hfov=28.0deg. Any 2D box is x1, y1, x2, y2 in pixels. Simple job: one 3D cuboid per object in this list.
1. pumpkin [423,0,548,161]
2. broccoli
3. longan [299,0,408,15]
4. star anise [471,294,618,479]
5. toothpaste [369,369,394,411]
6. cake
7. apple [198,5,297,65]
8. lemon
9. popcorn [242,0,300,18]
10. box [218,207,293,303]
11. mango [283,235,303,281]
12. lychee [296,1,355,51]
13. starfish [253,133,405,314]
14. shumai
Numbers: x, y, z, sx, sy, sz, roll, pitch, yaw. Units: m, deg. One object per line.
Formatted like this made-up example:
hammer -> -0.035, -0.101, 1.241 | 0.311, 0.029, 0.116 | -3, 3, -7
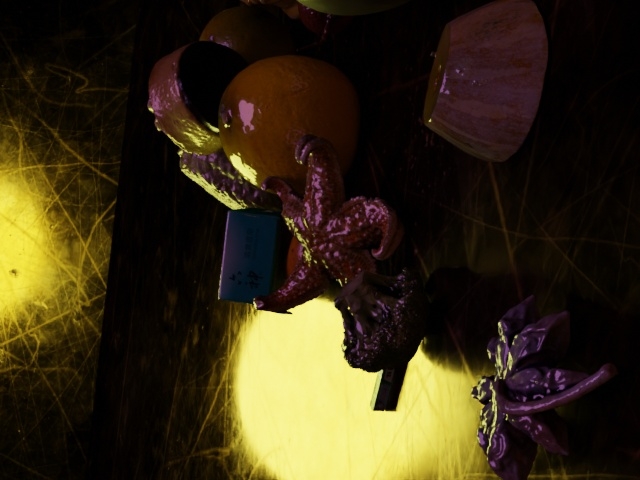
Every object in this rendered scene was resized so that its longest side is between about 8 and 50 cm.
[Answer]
pumpkin -> 0.191, -0.209, 1.629 | 0.217, 0.110, 0.218 | -178, 90, -75
broccoli -> 0.089, 0.108, 1.784 | 0.162, 0.138, 0.146 | -42, 16, -2
longan -> 0.048, -0.490, 1.734 | 0.361, 0.360, 0.361 | -174, 90, -69
star anise -> 0.233, 0.167, 1.446 | 0.262, 0.081, 0.230 | 148, 135, -67
toothpaste -> 0.091, 0.211, 1.887 | 0.017, 0.020, 0.083 | -132, 51, -60
cake -> -0.223, -0.236, 2.288 | 0.178, 0.208, 0.185 | -37, 7, 44
apple -> -0.141, -0.340, 2.402 | 0.157, 0.196, 0.196 | -62, 4, -38
lemon -> -0.064, -0.193, 2.127 | 0.240, 0.219, 0.241 | -174, 90, -65
popcorn -> -0.095, -0.516, 2.348 | 0.181, 0.216, 0.235 | -47, 27, 16
box -> -0.102, 0.023, 2.209 | 0.245, 0.092, 0.153 | -11, -71, -82
mango -> -0.016, 0.034, 2.123 | 0.178, 0.090, 0.115 | 122, 158, -56
lychee -> 0.011, -0.384, 2.137 | 0.114, 0.101, 0.140 | -25, 69, 21
starfish -> -0.004, 0.000, 1.966 | 0.312, 0.113, 0.303 | 47, 127, 26
shumai -> -0.134, -0.155, 2.400 | 0.218, 0.184, 0.185 | 30, 81, 30
